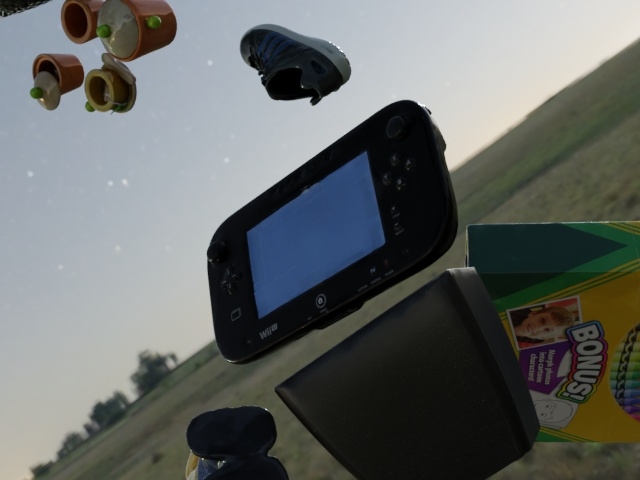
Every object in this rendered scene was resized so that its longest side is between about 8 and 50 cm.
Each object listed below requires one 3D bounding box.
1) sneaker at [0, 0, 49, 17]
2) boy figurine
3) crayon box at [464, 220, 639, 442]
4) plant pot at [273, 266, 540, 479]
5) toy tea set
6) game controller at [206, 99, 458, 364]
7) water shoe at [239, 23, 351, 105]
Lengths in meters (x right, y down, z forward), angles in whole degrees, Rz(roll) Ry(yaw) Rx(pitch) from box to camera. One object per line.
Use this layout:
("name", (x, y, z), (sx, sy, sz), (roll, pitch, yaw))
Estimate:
("sneaker", (-0.435, -0.449, 1.530), (0.134, 0.146, 0.344), (-14, 33, 23))
("boy figurine", (-0.088, 0.275, 0.982), (0.092, 0.177, 0.285), (-10, -34, -12))
("crayon box", (0.356, 0.138, 1.400), (0.313, 0.363, 0.106), (0, 44, 6))
("plant pot", (0.100, 0.144, 0.921), (0.187, 0.167, 0.188), (-36, -11, 12))
("toy tea set", (-0.357, -0.298, 1.542), (0.124, 0.200, 0.336), (-25, -18, -48))
("game controller", (0.000, 0.000, 0.967), (0.067, 0.167, 0.319), (25, -43, -35))
("water shoe", (-0.052, -0.221, 1.265), (0.080, 0.073, 0.203), (-45, 38, -22))
